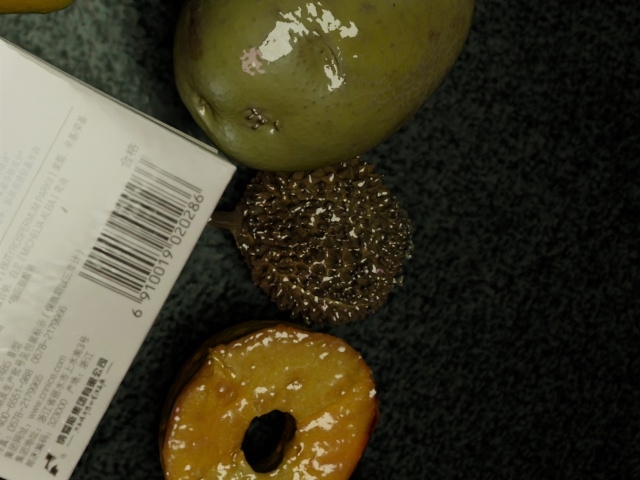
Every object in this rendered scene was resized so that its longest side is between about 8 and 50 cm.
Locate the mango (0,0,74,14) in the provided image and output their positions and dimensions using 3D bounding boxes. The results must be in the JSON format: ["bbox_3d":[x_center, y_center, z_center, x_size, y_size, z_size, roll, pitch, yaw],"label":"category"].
[{"bbox_3d":[-0.299,-0.227,0.849,0.317,0.119,0.176,14,89,-29],"label":"mango"}]

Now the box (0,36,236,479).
[{"bbox_3d":[-0.221,0.013,0.933,0.203,0.116,0.274,27,91,-25],"label":"box"}]

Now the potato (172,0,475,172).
[{"bbox_3d":[0.013,-0.156,0.970,0.251,0.159,0.174,-34,147,-24],"label":"potato"}]

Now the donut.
[{"bbox_3d":[-0.048,0.147,1.059,0.174,0.074,0.190,4,105,-24],"label":"donut"}]

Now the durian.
[{"bbox_3d":[0.000,0.000,1.034,0.188,0.091,0.148,12,97,-22],"label":"durian"}]
